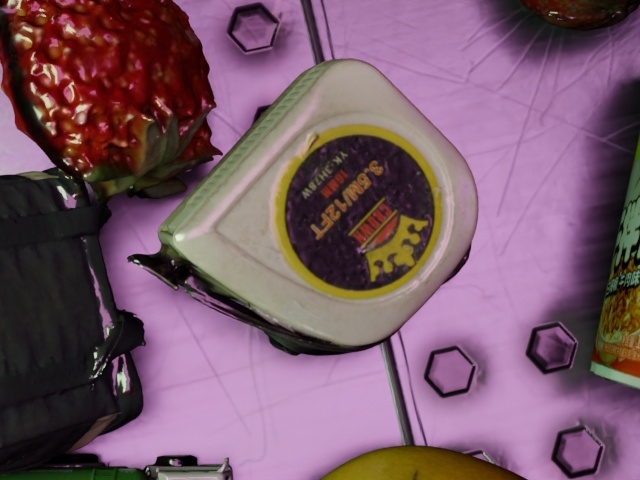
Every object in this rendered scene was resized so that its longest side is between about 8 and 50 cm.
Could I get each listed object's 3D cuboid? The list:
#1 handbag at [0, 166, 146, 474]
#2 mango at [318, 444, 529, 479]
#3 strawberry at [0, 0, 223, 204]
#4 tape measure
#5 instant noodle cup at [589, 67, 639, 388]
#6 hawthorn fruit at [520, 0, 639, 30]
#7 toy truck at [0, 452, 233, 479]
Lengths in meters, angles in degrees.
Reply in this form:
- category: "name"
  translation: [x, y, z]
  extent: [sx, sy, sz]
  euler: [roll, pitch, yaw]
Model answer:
- category: "handbag"
  translation: [-0.267, 0.067, 1.223]
  extent: [0.181, 0.181, 0.254]
  euler: [-11, 81, -41]
- category: "mango"
  translation: [0.119, 0.290, 1.225]
  extent: [0.317, 0.173, 0.211]
  euler: [26, 61, 8]
- category: "strawberry"
  translation: [-0.189, -0.190, 1.234]
  extent: [0.137, 0.233, 0.306]
  euler: [-25, 83, 22]
- category: "tape measure"
  translation: [0.000, 0.000, 1.265]
  extent: [0.231, 0.133, 0.271]
  euler: [46, 79, -13]
- category: "instant noodle cup"
  translation: [0.379, 0.003, 1.246]
  extent: [0.294, 0.294, 0.308]
  euler: [17, 89, -1]
- category: "hawthorn fruit"
  translation: [0.238, -0.313, 1.306]
  extent: [0.181, 0.181, 0.235]
  euler: [-21, 89, -5]
- category: "toy truck"
  translation: [-0.194, 0.236, 1.243]
  extent: [0.242, 0.125, 0.101]
  euler: [0, 82, -4]
